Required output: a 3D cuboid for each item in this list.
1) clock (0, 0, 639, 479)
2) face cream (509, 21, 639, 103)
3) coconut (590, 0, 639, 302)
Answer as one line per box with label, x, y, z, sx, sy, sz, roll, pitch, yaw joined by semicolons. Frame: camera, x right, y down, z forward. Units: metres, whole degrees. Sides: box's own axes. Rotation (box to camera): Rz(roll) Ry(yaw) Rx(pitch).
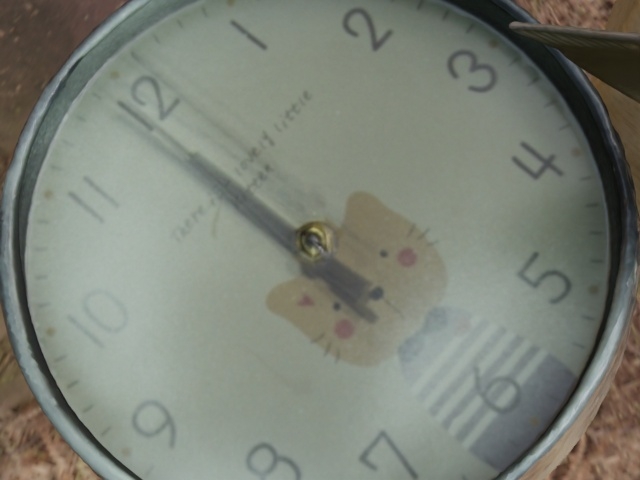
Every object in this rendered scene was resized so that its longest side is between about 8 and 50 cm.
clock;0.000;0.000;0.532;0.226;0.049;0.226;-1;74;2
face cream;0.217;-0.026;0.514;0.341;0.137;0.084;12;92;-46
coconut;0.354;-0.095;1.004;0.345;0.415;0.415;22;110;-1
